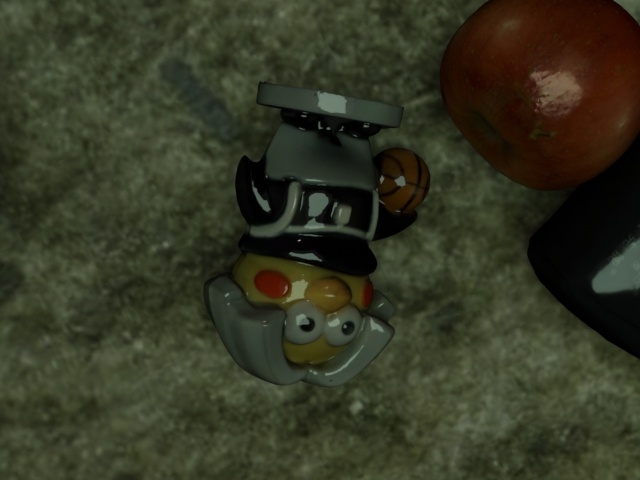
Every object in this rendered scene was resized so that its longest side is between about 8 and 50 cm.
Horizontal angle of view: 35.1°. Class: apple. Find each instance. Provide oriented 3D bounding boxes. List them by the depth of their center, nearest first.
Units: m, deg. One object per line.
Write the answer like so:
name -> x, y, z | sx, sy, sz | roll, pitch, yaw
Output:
apple -> 0.179, -0.123, 0.793 | 0.139, 0.163, 0.163 | -41, 102, -7

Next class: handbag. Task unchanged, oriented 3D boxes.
handbag -> 0.363, -0.003, 0.812 | 0.275, 0.178, 0.302 | 39, 97, -13

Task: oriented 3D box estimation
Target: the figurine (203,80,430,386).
figurine -> 0.000, 0.000, 0.822 | 0.176, 0.133, 0.236 | 8, 96, -24
